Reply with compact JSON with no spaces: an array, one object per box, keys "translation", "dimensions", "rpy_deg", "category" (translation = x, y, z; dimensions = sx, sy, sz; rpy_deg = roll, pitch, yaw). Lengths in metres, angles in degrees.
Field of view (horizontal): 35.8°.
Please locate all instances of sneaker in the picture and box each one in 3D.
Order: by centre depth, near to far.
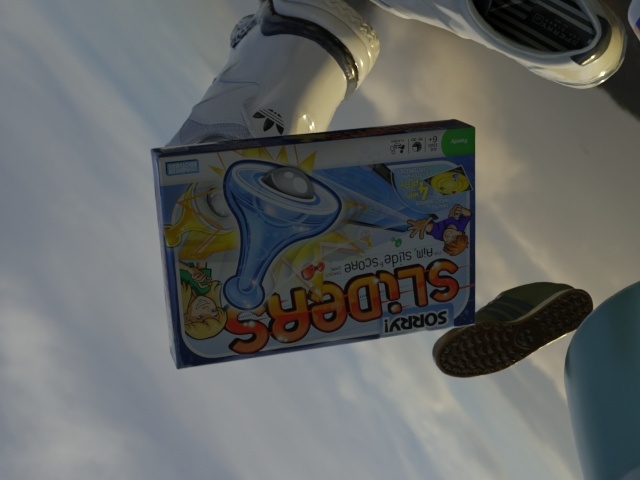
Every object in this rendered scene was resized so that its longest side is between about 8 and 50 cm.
[{"translation":[0.111,-0.201,0.740],"dimensions":[0.258,0.094,0.091],"rpy_deg":[29,-176,17],"category":"sneaker"},{"translation":[-0.071,-0.122,1.007],"dimensions":[0.137,0.210,0.366],"rpy_deg":[35,171,-10],"category":"sneaker"},{"translation":[0.212,0.098,1.144],"dimensions":[0.086,0.192,0.064],"rpy_deg":[-134,23,-75],"category":"sneaker"}]

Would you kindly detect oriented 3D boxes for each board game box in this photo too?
[{"translation":[0.000,0.000,0.630],"dimensions":[0.035,0.201,0.136],"rpy_deg":[-136,41,-67],"category":"board game box"}]

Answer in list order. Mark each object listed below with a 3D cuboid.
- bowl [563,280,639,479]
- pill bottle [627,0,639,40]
[{"translation":[0.330,0.182,0.749],"dimensions":[0.311,0.312,0.163],"rpy_deg":[46,-137,-20],"category":"bowl"},{"translation":[0.502,-0.281,1.302],"dimensions":[0.272,0.152,0.152],"rpy_deg":[65,-168,17],"category":"pill bottle"}]
